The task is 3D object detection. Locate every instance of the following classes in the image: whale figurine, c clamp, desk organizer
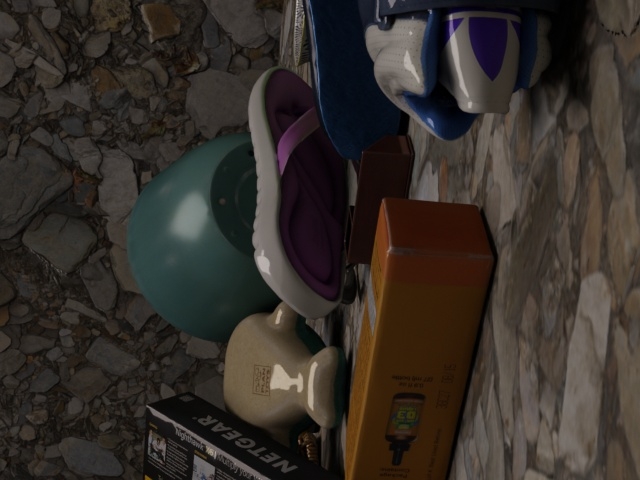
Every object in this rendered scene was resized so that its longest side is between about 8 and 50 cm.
[{"bbox_3d":[-0.024,0.187,1.654,0.272,0.141,0.216,-5,81,59],"label":"whale figurine"},{"bbox_3d":[0.000,0.000,1.512,0.161,0.022,0.137,53,-158,-12],"label":"c clamp"},{"bbox_3d":[0.057,-0.040,1.232,0.047,0.050,0.130,-96,12,-59],"label":"desk organizer"}]

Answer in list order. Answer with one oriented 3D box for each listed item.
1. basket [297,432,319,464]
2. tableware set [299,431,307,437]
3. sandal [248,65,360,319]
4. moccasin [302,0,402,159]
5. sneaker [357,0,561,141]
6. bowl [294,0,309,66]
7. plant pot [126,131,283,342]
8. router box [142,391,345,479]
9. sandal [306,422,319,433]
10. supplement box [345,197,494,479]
[{"bbox_3d":[-0.064,0.454,1.890,0.213,0.223,0.299,58,162,15],"label":"basket"},{"bbox_3d":[-0.024,0.258,1.971,0.154,0.024,0.104,102,161,-44],"label":"tableware set"},{"bbox_3d":[0.003,-0.072,1.458,0.102,0.169,0.416,-31,37,24],"label":"sandal"},{"bbox_3d":[0.027,-0.257,1.261,0.117,0.137,0.342,-95,10,-81],"label":"moccasin"},{"bbox_3d":[0.098,-0.193,0.677,0.323,0.130,0.236,116,148,-63],"label":"sneaker"},{"bbox_3d":[0.010,-0.324,1.727,0.170,0.080,0.170,-176,90,-84],"label":"bowl"},{"bbox_3d":[-0.107,-0.021,1.759,0.235,0.293,0.293,142,133,-63],"label":"plant pot"},{"bbox_3d":[-0.113,0.369,1.622,0.308,0.081,0.243,23,115,40],"label":"router box"},{"bbox_3d":[-0.039,0.262,1.893,0.179,0.040,0.067,158,108,-71],"label":"sandal"},{"bbox_3d":[0.068,0.087,0.922,0.080,0.078,0.233,-96,12,-60],"label":"supplement box"}]
